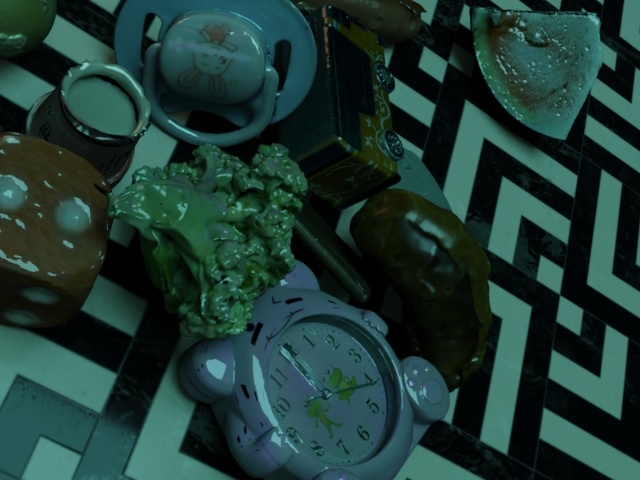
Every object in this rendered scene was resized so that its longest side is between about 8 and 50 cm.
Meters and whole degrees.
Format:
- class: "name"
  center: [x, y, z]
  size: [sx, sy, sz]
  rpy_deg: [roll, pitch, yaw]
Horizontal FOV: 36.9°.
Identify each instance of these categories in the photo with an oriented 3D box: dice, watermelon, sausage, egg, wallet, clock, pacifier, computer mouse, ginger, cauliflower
- class: "dice"
  center: [-0.349, -0.007, 1.122]
  size: [0.179, 0.174, 0.175]
  rpy_deg: [23, 56, -21]
- class: "watermelon"
  center: [0.417, -0.328, 1.754]
  size: [0.320, 0.213, 0.290]
  rpy_deg: [9, 64, -43]
- class: "sausage"
  center: [-0.012, -0.404, 1.588]
  size: [0.419, 0.094, 0.094]
  rpy_deg: [8, 107, -30]
- class: "egg"
  center: [-0.427, -0.312, 1.218]
  size: [0.201, 0.164, 0.164]
  rpy_deg: [4, 63, -59]
- class: "wallet"
  center: [0.000, 0.000, 1.395]
  size: [0.198, 0.031, 0.110]
  rpy_deg: [46, 15, -14]
- class: "clock"
  center: [-0.009, 0.202, 1.284]
  size: [0.322, 0.113, 0.295]
  rpy_deg: [47, 51, -4]
- class: "pacifier"
  center: [-0.148, -0.271, 1.399]
  size: [0.287, 0.238, 0.226]
  rpy_deg: [9, 28, -2]
- class: "computer mouse"
  center: [0.147, -0.062, 1.539]
  size: [0.128, 0.079, 0.231]
  rpy_deg: [-3, 67, -37]
- class: "ginger"
  center: [0.170, 0.065, 1.402]
  size: [0.172, 0.165, 0.321]
  rpy_deg: [-25, 101, 1]
- class: "cauliflower"
  center: [-0.149, -0.014, 1.146]
  size: [0.315, 0.239, 0.256]
  rpy_deg: [35, 60, -64]

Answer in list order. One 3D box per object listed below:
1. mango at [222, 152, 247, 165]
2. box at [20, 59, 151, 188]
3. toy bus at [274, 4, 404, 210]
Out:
- class: "mango"
  center: [-0.125, -0.038, 1.333]
  size: [0.119, 0.100, 0.178]
  rpy_deg: [-11, 82, -39]
- class: "box"
  center: [-0.298, -0.151, 1.250]
  size: [0.151, 0.135, 0.151]
  rpy_deg: [15, 61, -29]
- class: "toy bus"
  center: [0.021, -0.207, 1.461]
  size: [0.167, 0.138, 0.275]
  rpy_deg: [26, 51, -42]
